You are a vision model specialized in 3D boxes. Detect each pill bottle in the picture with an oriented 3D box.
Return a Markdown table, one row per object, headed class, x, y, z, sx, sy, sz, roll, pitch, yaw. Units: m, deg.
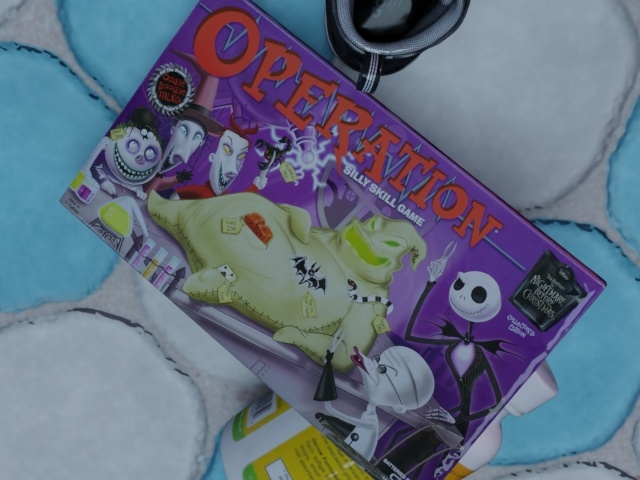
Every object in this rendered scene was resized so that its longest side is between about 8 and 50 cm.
| class | x | y | z | sx | sy | sz | roll | pitch | yaw |
| --- | --- | --- | --- | --- | --- | --- | --- | --- | --- |
| pill bottle | 0.056 | 0.139 | 0.874 | 0.245 | 0.136 | 0.136 | -34 | 107 | 14 |

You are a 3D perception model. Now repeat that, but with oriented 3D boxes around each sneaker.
| class | x | y | z | sx | sy | sz | roll | pitch | yaw |
| --- | --- | --- | --- | --- | --- | --- | --- | --- | --- |
| sneaker | 0.073 | -0.222 | 0.720 | 0.101 | 0.153 | 0.269 | 17 | 111 | -5 |

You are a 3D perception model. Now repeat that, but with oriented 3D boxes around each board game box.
| class | x | y | z | sx | sy | sz | roll | pitch | yaw |
| --- | --- | --- | --- | --- | --- | --- | --- | --- | --- |
| board game box | 0.000 | 0.000 | 0.790 | 0.347 | 0.056 | 0.208 | 39 | 98 | 11 |
